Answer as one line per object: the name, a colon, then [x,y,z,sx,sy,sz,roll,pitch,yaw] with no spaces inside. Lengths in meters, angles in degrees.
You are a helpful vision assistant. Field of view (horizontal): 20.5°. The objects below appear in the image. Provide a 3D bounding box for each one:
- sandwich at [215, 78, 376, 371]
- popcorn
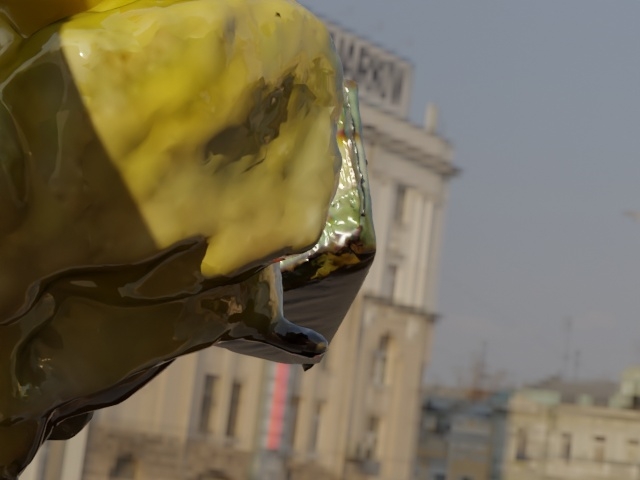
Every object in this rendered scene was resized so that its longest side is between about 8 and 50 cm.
sandwich: [0.000,0.000,0.746,0.113,0.079,0.163,-16,-19,23]
popcorn: [-0.070,-0.017,0.406,0.167,0.152,0.148,-31,5,33]
